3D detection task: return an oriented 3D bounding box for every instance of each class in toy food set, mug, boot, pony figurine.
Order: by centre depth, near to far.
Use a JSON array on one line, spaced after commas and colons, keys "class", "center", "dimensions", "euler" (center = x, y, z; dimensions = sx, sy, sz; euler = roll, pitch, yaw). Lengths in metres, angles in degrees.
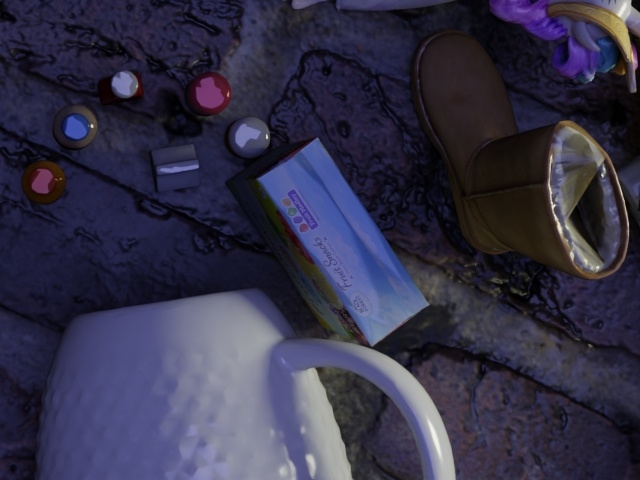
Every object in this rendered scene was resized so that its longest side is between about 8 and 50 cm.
[{"class": "mug", "center": [-0.065, 0.206, 1.244], "dimensions": [0.374, 0.276, 0.328], "euler": [-10, 89, 24]}, {"class": "pony figurine", "center": [0.149, -0.319, 1.267], "dimensions": [0.351, 0.303, 0.363], "euler": [6, 83, 0]}, {"class": "boot", "center": [0.176, -0.087, 1.304], "dimensions": [0.089, 0.269, 0.236], "euler": [-22, 96, -9]}, {"class": "toy food set", "center": [-0.159, -0.098, 1.326], "dimensions": [0.232, 0.104, 0.111], "euler": [-9, 94, -10]}]

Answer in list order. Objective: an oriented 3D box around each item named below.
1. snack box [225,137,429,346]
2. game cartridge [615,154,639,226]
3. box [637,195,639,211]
[{"class": "snack box", "center": [0.000, 0.000, 1.307], "dimensions": [0.070, 0.207, 0.174], "euler": [-35, 97, -7]}, {"class": "game cartridge", "center": [0.439, 0.009, 1.439], "dimensions": [0.196, 0.060, 0.294], "euler": [-32, 104, -1]}, {"class": "box", "center": [0.445, -0.116, 1.355], "dimensions": [0.270, 0.060, 0.216], "euler": [3, 103, -6]}]
